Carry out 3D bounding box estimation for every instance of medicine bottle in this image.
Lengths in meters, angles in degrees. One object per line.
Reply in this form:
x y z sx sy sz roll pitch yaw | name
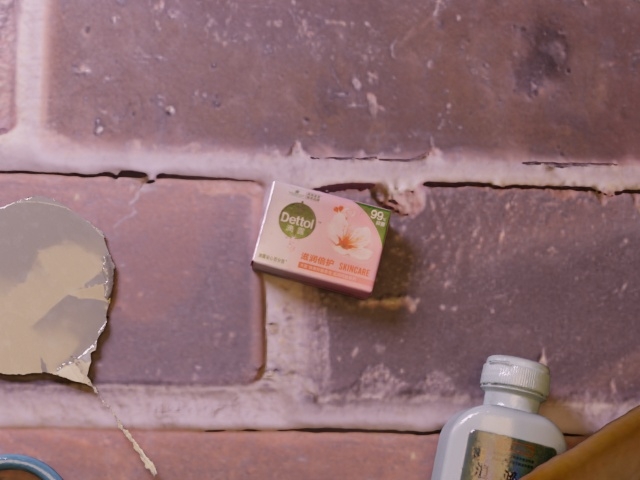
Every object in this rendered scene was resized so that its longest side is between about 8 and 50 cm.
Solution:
0.169 0.227 1.249 0.121 0.083 0.229 14 76 -6 | medicine bottle

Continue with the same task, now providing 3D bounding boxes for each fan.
-0.248 0.101 1.270 0.182 0.010 0.310 -34 80 -11 | fan

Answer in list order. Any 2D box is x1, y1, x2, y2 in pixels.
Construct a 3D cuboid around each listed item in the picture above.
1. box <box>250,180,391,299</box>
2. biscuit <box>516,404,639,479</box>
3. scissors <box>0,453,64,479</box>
0.000 0.000 1.300 0.125 0.043 0.089 14 77 -3 | box
0.325 0.272 1.225 0.291 0.062 0.237 -24 90 -23 | biscuit
-0.429 0.173 1.228 0.447 0.029 0.192 45 77 4 | scissors
